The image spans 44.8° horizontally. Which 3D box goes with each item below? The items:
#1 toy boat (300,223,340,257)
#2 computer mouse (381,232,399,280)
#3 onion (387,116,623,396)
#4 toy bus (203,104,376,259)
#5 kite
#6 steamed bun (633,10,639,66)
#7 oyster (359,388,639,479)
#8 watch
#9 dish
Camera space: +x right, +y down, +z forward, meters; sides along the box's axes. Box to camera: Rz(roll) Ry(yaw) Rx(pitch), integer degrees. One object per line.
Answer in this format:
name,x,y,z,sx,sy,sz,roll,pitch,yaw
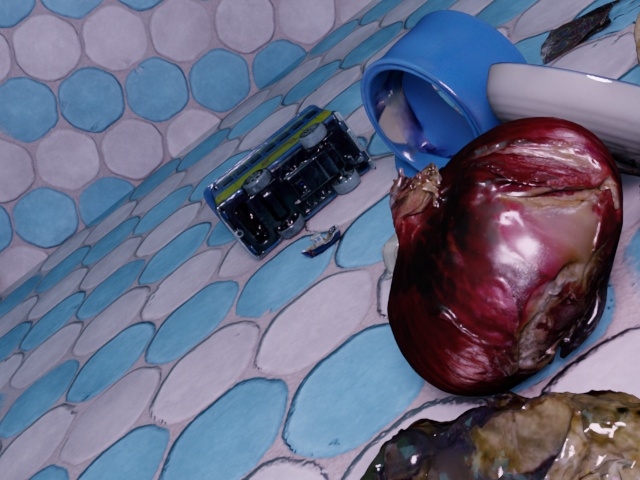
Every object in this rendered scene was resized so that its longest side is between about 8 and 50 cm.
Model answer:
toy boat,0.000,0.000,1.382,0.083,0.038,0.038,-38,22,-4
computer mouse,0.159,-0.003,1.084,0.181,0.089,0.056,-39,12,4
onion,0.171,0.012,0.811,0.314,0.232,0.314,-158,90,-87
toy bus,-0.066,-0.122,1.569,0.312,0.152,0.190,-40,23,-5
kite,0.530,-0.416,1.413,0.285,0.015,0.152,-23,27,33
steamed bun,0.527,-0.280,1.020,0.172,0.141,0.155,-43,36,-4
oyster,0.135,0.219,0.684,0.361,0.096,0.221,-22,33,39
watch,0.183,-0.196,1.171,0.241,0.274,0.305,-47,29,-21
dish,0.322,-0.116,0.936,0.273,0.273,0.134,-144,66,-67
